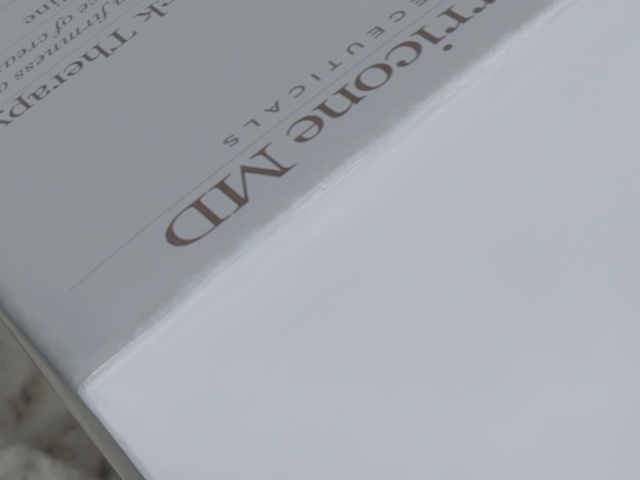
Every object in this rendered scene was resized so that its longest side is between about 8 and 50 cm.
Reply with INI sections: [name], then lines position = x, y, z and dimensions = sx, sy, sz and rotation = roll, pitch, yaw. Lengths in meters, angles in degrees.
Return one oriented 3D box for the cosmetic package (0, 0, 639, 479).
[cosmetic package]
position = 0.000, 0.000, 1.071
dimensions = 0.329, 0.394, 0.327
rotation = -38, 126, -9
